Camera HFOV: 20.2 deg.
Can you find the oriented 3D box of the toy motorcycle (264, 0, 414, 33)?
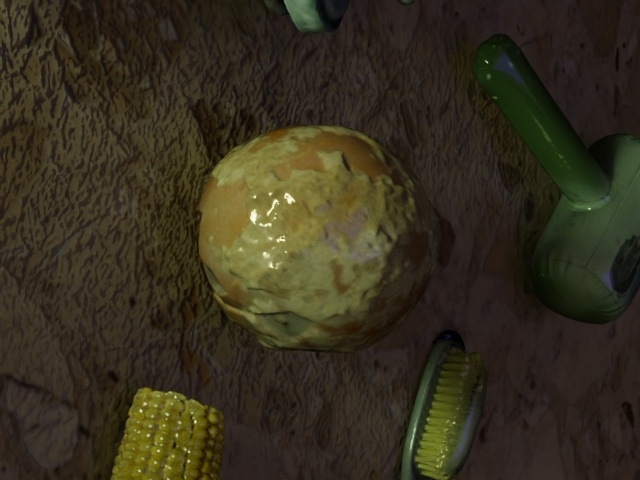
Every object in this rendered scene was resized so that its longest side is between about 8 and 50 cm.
[{"bbox_3d":[-0.023,-0.334,1.468,0.182,0.241,0.319,-14,117,-6],"label":"toy motorcycle"}]

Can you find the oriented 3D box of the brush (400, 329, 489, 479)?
[{"bbox_3d":[0.109,0.230,1.742,0.068,0.060,0.297,35,68,-48],"label":"brush"}]

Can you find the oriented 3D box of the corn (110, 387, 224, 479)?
[{"bbox_3d":[-0.137,0.243,1.431,0.093,0.093,0.244,23,77,-48],"label":"corn"}]

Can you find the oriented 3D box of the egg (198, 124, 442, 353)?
[{"bbox_3d":[0.000,0.000,1.488,0.233,0.195,0.195,10,87,-61],"label":"egg"}]

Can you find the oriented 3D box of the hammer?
[{"bbox_3d":[0.241,-0.081,1.831,0.335,0.119,0.206,50,58,-32],"label":"hammer"}]
